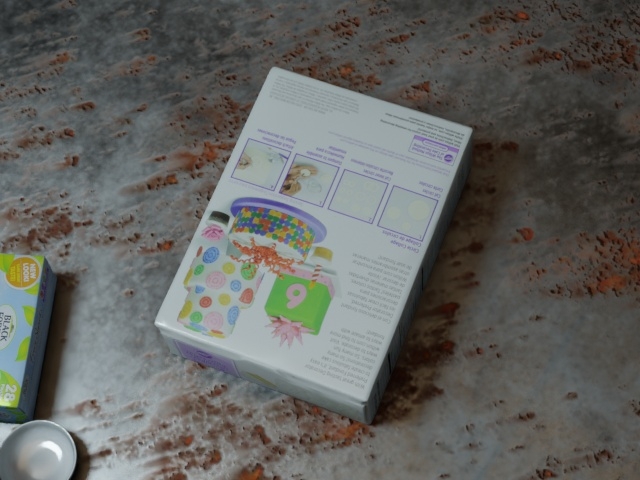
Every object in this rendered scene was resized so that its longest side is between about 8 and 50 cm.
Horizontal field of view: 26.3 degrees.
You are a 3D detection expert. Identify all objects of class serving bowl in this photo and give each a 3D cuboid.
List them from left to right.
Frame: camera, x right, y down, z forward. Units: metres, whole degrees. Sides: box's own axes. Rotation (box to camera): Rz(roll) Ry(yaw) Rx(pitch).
[{"bbox_3d":[-0.293,0.231,1.430,0.083,0.027,0.083,-2,67,4],"label":"serving bowl"}]

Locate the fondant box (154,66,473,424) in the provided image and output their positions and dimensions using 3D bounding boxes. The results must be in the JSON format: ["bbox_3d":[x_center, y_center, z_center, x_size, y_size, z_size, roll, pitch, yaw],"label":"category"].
[{"bbox_3d":[0.000,0.000,1.475,0.238,0.096,0.330,19,68,11],"label":"fondant box"}]

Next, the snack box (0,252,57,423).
[{"bbox_3d":[-0.402,0.100,1.471,0.207,0.070,0.174,3,66,3],"label":"snack box"}]
